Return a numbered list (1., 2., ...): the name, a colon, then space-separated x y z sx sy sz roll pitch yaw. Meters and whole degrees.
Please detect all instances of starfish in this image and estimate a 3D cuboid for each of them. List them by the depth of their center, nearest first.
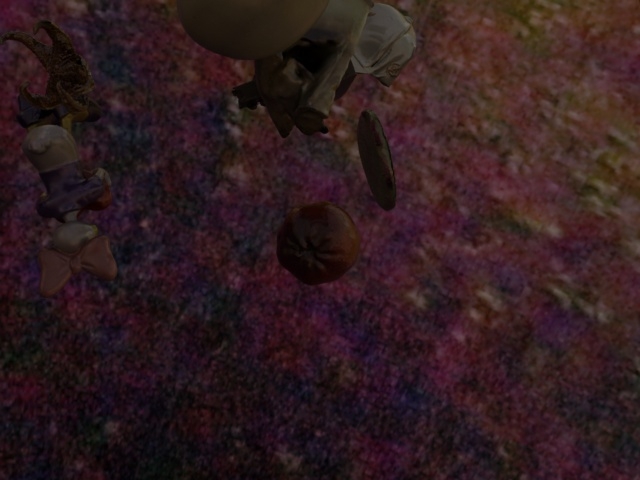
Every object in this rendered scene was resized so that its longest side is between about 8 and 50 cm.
1. starfish: -0.389 -0.256 1.263 0.189 0.146 0.074 15 32 40

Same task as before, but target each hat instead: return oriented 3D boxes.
1. hat: 0.073 -0.519 2.096 0.301 0.168 0.258 11 26 -30

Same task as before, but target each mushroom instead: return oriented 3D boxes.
1. mushroom: -0.048 -0.332 1.617 0.211 0.217 0.292 20 69 -25

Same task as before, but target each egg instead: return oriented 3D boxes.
1. egg: -0.102 -0.405 1.365 0.269 0.219 0.219 -26 44 -9

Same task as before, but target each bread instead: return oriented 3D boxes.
1. bread: 0.117 -0.172 1.849 0.033 0.229 0.228 -13 37 -6

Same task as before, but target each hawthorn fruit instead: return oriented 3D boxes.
1. hawthorn fruit: 0.000 0.000 1.597 0.156 0.157 0.194 22 11 4

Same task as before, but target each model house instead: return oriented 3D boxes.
1. model house: -0.084 -0.374 1.867 0.243 0.211 0.205 -24 89 -14

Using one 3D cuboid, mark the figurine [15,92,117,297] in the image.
1. figurine: -0.470 -0.101 1.595 0.154 0.193 0.421 -17 77 2
